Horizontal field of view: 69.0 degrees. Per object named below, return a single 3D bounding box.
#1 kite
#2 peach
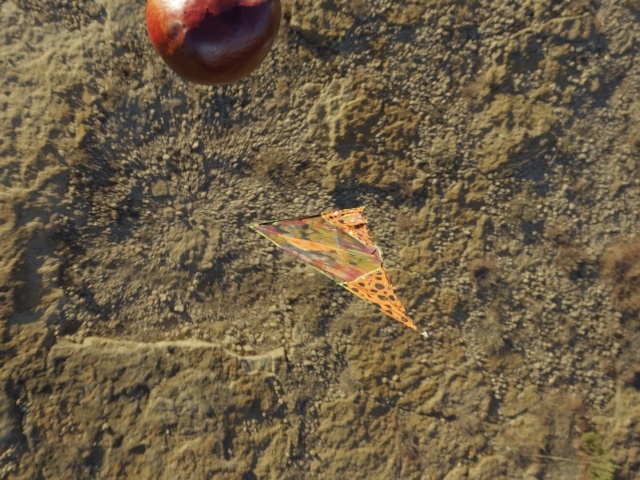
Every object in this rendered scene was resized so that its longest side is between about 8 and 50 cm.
[{"bbox_3d":[0.000,0.001,0.388,0.125,0.222,0.008,14,114,-13],"label":"kite"},{"bbox_3d":[-0.184,-0.384,0.832,0.243,0.243,0.199,-25,125,-13],"label":"peach"}]
